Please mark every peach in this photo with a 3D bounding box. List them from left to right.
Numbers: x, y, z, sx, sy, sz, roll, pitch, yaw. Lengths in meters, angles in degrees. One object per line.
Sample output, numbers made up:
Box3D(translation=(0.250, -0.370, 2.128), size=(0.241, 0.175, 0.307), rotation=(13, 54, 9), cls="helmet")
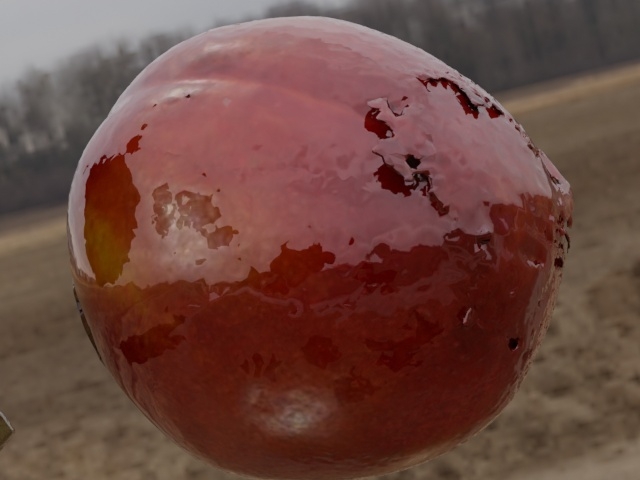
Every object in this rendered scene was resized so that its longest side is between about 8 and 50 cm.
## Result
Box3D(translation=(0.000, 0.000, 1.296), size=(0.370, 0.370, 0.370), rotation=(-14, 4, 1), cls="peach")

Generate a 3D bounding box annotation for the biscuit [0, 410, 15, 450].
Box3D(translation=(-0.339, 0.207, 1.207), size=(0.320, 0.047, 0.183), rotation=(-33, -1, -43), cls="biscuit")
